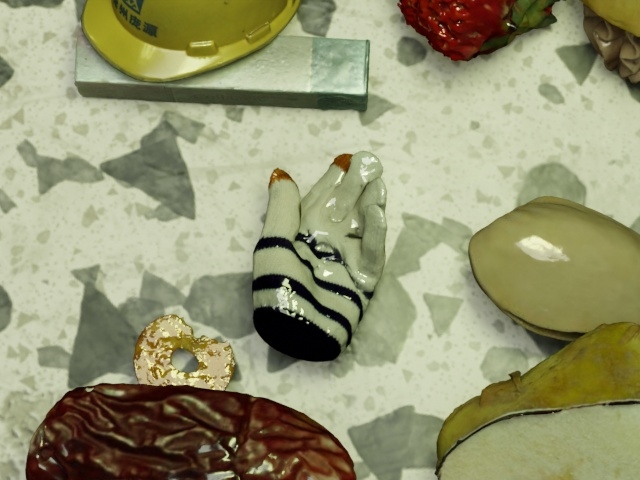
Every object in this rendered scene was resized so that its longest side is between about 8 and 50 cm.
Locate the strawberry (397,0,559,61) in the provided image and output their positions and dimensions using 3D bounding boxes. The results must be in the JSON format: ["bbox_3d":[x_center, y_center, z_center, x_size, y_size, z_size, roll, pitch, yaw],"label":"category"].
[{"bbox_3d":[0.158,-0.291,1.891,0.201,0.184,0.187,39,80,19],"label":"strawberry"}]

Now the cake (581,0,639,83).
[{"bbox_3d":[0.360,-0.246,1.877,0.185,0.208,0.178,-5,117,-35],"label":"cake"}]

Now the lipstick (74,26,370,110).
[{"bbox_3d":[-0.105,-0.187,1.927,0.317,0.066,0.068,3,79,2],"label":"lipstick"}]

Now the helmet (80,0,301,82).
[{"bbox_3d":[-0.134,-0.300,1.875,0.257,0.140,0.205,-36,63,-25],"label":"helmet"}]

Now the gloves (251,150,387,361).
[{"bbox_3d":[0.005,0.010,1.873,0.140,0.131,0.218,10,54,14],"label":"gloves"}]

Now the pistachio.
[{"bbox_3d":[0.261,0.031,1.851,0.223,0.126,0.152,11,66,-7],"label":"pistachio"}]

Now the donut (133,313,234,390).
[{"bbox_3d":[-0.147,0.134,1.882,0.108,0.043,0.097,34,82,6],"label":"donut"}]

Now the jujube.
[{"bbox_3d":[-0.129,0.255,1.790,0.342,0.216,0.216,15,80,11],"label":"jujube"}]

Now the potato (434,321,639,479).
[{"bbox_3d":[0.278,0.206,1.796,0.300,0.196,0.246,-12,115,21],"label":"potato"}]
